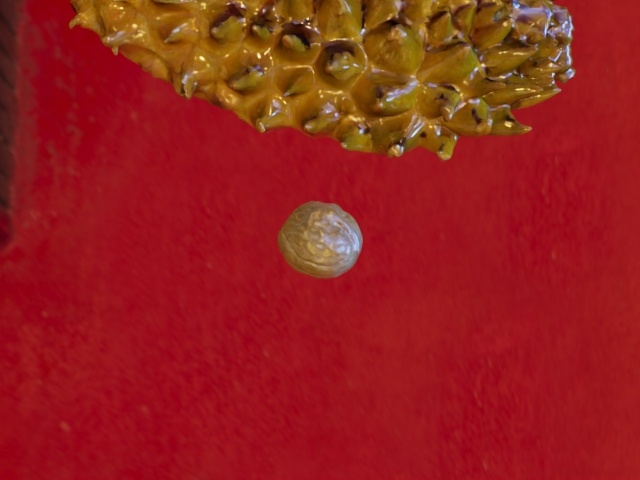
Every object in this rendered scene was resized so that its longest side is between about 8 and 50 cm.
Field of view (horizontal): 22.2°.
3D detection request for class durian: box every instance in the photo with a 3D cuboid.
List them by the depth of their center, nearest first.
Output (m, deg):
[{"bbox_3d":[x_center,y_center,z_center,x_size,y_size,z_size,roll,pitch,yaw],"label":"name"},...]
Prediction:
[{"bbox_3d":[-0.030,-0.160,0.825,0.191,0.112,0.341,-36,70,-25],"label":"durian"}]

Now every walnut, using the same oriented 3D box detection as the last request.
[{"bbox_3d":[0.000,0.000,1.719,0.092,0.092,0.092,-3,70,9],"label":"walnut"}]
